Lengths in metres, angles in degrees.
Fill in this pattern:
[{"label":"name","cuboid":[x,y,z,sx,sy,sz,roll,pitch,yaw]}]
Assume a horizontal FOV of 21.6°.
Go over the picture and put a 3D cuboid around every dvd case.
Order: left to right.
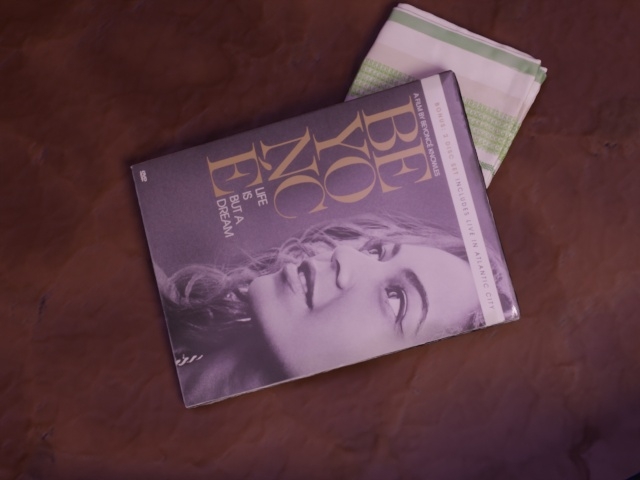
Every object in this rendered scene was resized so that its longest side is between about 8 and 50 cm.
[{"label":"dvd case","cuboid":[0.000,0.000,1.064,0.221,0.018,0.165,-16,79,9]}]

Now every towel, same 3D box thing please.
[{"label":"towel","cuboid":[0.065,-0.067,1.085,0.113,0.023,0.152,25,84,15]}]

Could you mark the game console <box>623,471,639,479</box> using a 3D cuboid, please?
[{"label":"game console","cuboid":[0.258,0.240,0.871,0.293,0.173,0.250,-26,117,-11]}]
